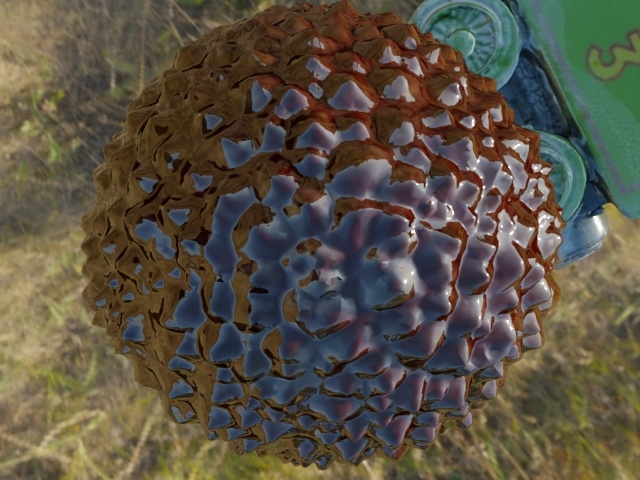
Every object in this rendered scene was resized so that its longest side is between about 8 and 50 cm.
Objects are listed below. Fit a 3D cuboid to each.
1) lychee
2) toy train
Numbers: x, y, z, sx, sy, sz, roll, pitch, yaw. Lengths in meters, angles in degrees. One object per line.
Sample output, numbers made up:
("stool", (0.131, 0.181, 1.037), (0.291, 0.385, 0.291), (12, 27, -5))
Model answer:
("lychee", (0.000, 0.000, 0.679), (0.264, 0.300, 0.264), (-2, 95, -17))
("toy train", (0.215, -0.145, 1.074), (0.249, 0.173, 0.307), (-26, 93, 13))
